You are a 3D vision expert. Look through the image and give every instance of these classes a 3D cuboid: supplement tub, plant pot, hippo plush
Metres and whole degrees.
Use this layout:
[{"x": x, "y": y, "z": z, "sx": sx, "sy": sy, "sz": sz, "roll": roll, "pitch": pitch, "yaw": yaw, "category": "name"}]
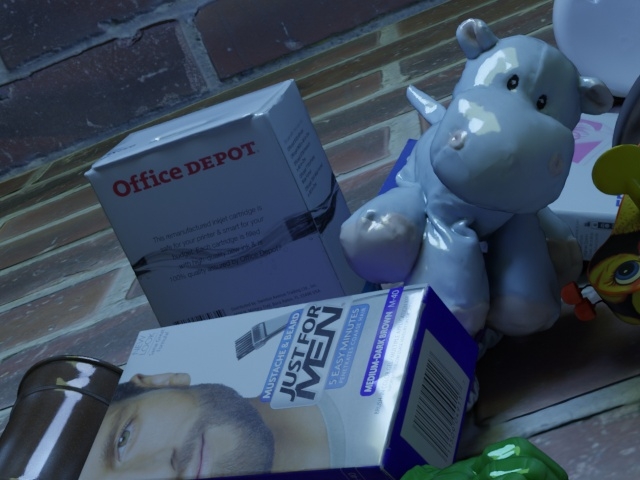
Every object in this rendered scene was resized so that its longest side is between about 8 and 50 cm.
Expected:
[{"x": 0.490, "y": -0.373, "z": 1.859, "sx": 0.235, "sy": 0.235, "sz": 0.325, "roll": -15, "pitch": 19, "yaw": 27, "category": "supplement tub"}, {"x": -0.255, "y": 0.226, "z": 1.209, "sx": 0.167, "sy": 0.167, "sz": 0.165, "roll": -16, "pitch": 26, "yaw": 24, "category": "plant pot"}, {"x": 0.181, "y": -0.063, "z": 1.131, "sx": 0.236, "sy": 0.234, "sz": 0.294, "roll": -56, "pitch": 5, "yaw": 51, "category": "hippo plush"}]

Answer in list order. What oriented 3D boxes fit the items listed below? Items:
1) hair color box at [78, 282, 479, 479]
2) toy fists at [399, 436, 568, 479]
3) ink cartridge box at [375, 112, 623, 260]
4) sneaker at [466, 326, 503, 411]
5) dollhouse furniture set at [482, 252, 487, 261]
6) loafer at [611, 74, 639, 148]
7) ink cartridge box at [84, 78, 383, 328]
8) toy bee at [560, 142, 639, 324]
[{"x": -0.042, "y": 0.160, "z": 1.105, "sx": 0.339, "sy": 0.110, "sz": 0.185, "roll": -13, "pitch": 43, "yaw": 35, "category": "hair color box"}, {"x": 0.083, "y": 0.227, "z": 0.841, "sx": 0.142, "sy": 0.096, "sz": 0.279, "roll": -8, "pitch": 16, "yaw": 36, "category": "toy fists"}, {"x": 0.232, "y": -0.078, "z": 1.431, "sx": 0.330, "sy": 0.071, "sz": 0.324, "roll": 6, "pitch": 26, "yaw": 13, "category": "ink cartridge box"}, {"x": 0.109, "y": 0.096, "z": 1.199, "sx": 0.095, "sy": 0.104, "sz": 0.236, "roll": -12, "pitch": 22, "yaw": 28, "category": "sneaker"}, {"x": 0.191, "y": -0.036, "z": 1.514, "sx": 0.114, "sy": 0.081, "sz": 0.091, "roll": -36, "pitch": 21, "yaw": -34, "category": "dollhouse furniture set"}, {"x": 0.429, "y": -0.159, "z": 1.171, "sx": 0.366, "sy": 0.134, "sz": 0.130, "roll": -48, "pitch": 37, "yaw": 32, "category": "loafer"}, {"x": -0.083, "y": 0.006, "z": 1.364, "sx": 0.223, "sy": 0.307, "sz": 0.129, "roll": -16, "pitch": 19, "yaw": 21, "category": "ink cartridge box"}, {"x": 0.291, "y": 0.002, "z": 1.093, "sx": 0.162, "sy": 0.195, "sz": 0.298, "roll": -17, "pitch": 20, "yaw": 33, "category": "toy bee"}]
